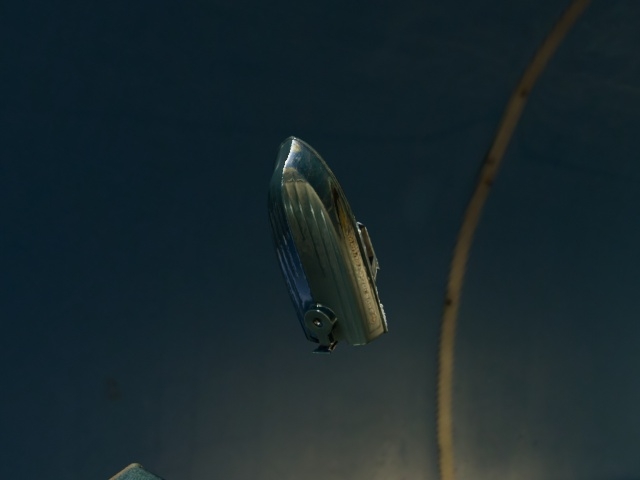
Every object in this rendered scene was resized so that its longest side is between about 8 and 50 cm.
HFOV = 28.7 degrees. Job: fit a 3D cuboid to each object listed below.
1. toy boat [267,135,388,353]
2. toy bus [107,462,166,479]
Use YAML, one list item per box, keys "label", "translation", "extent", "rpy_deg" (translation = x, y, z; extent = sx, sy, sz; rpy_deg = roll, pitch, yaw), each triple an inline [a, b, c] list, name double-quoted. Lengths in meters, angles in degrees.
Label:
- label: "toy boat"
  translation: [0.000, 0.000, 0.779]
  extent: [0.060, 0.055, 0.141]
  rpy_deg: [-47, -52, -46]
- label: "toy bus"
  translation: [-0.102, 0.282, 0.937]
  extent: [0.138, 0.275, 0.167]
  rpy_deg: [-33, -68, -26]
